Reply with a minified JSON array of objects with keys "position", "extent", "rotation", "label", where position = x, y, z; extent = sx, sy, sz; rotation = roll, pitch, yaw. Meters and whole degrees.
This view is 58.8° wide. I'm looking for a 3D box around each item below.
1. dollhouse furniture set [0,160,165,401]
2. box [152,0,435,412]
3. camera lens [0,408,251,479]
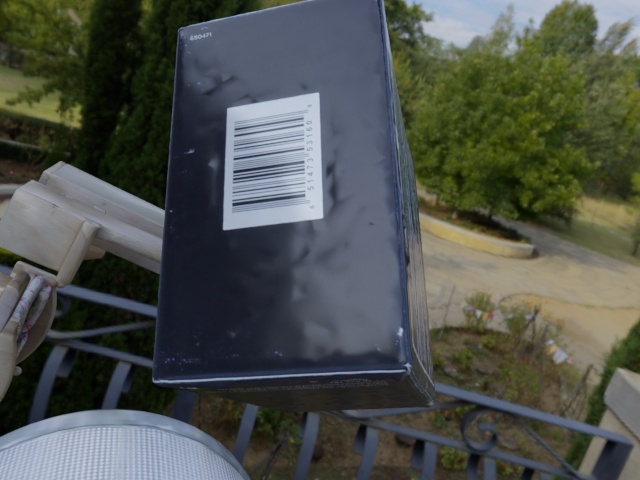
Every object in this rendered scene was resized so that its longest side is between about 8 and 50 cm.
[{"position":[-0.270,0.121,0.581],"extent":[0.174,0.355,0.303],"rotation":[27,3,-20],"label":"dollhouse furniture set"},{"position":[0.000,0.000,0.529],"extent":[0.183,0.296,0.294],"rotation":[-6,-22,13],"label":"box"},{"position":[-0.115,0.236,0.278],"extent":[0.220,0.219,0.274],"rotation":[11,13,-22],"label":"camera lens"}]
